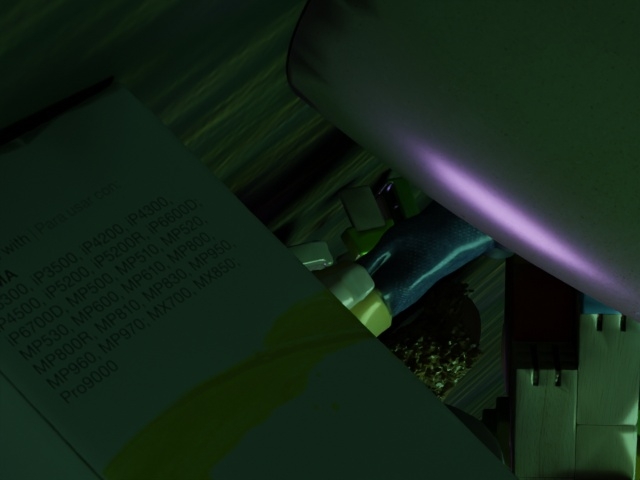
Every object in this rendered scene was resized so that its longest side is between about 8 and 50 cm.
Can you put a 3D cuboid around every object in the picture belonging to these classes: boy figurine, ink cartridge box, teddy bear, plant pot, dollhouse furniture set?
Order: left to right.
[{"bbox_3d":[-0.053,0.162,0.816,0.160,0.384,0.279,-35,164,-38],"label":"ink cartridge box"},{"bbox_3d":[-0.013,0.047,1.100,0.285,0.092,0.177,-30,178,-3],"label":"boy figurine"},{"bbox_3d":[0.000,0.000,1.218,0.151,0.059,0.076,-13,160,-26],"label":"dollhouse furniture set"},{"bbox_3d":[0.030,0.171,1.667,0.338,0.113,0.245,-50,173,-5],"label":"teddy bear"},{"bbox_3d":[0.168,-0.075,0.948,0.256,0.274,0.256,-40,165,-13],"label":"plant pot"}]

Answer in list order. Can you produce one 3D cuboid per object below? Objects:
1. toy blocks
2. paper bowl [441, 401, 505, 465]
[{"bbox_3d":[0.209,0.058,1.509,0.381,0.190,0.261,-80,170,-68],"label":"toy blocks"},{"bbox_3d":[0.004,0.199,1.383,0.284,0.284,0.148,-31,119,-39],"label":"paper bowl"}]
